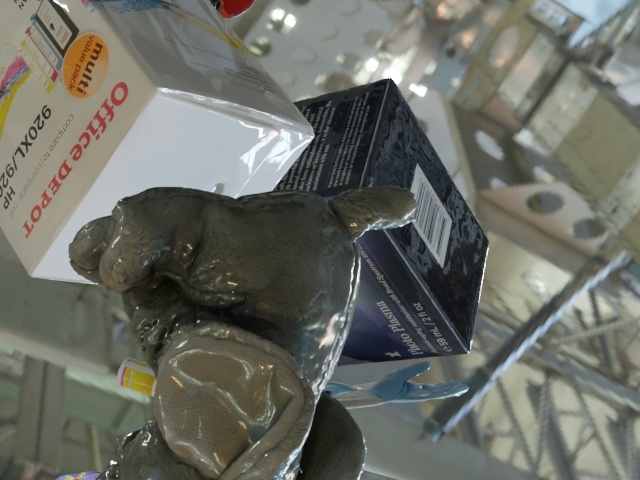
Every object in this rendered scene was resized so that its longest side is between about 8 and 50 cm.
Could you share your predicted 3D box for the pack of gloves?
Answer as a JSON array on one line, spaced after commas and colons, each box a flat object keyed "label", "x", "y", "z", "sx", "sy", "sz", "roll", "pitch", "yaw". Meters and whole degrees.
[{"label": "pack of gloves", "x": 0.054, "y": 0.175, "z": 1.395, "sx": 0.232, "sy": 0.046, "sz": 0.195, "roll": -1, "pitch": 179, "yaw": -25}]

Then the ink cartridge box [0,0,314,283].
[{"label": "ink cartridge box", "x": -0.159, "y": -0.104, "z": 0.826, "sx": 0.168, "sy": 0.171, "sz": 0.233, "roll": 8, "pitch": -143, "yaw": -52}]

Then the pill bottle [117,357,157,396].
[{"label": "pill bottle", "x": -0.252, "y": 0.204, "z": 1.629, "sx": 0.083, "sy": 0.043, "sz": 0.043, "roll": 17, "pitch": -165, "yaw": 9}]

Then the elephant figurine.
[{"label": "elephant figurine", "x": -0.052, "y": 0.100, "z": 0.611, "sx": 0.169, "sy": 0.186, "sz": 0.240, "roll": 8, "pitch": -115, "yaw": -36}]

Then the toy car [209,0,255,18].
[{"label": "toy car", "x": -0.165, "y": -0.389, "z": 1.280, "sx": 0.239, "sy": 0.225, "sz": 0.053, "roll": 21, "pitch": 166, "yaw": -19}]

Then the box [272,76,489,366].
[{"label": "box", "x": 0.000, "y": 0.000, "z": 1.298, "sx": 0.296, "sy": 0.294, "sz": 0.183, "roll": 53, "pitch": -140, "yaw": -38}]

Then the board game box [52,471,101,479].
[{"label": "board game box", "x": -0.246, "y": 0.293, "z": 1.051, "sx": 0.033, "sy": 0.168, "sz": 0.133, "roll": 44, "pitch": 170, "yaw": 42}]

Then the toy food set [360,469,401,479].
[{"label": "toy food set", "x": -0.009, "y": 0.271, "z": 1.132, "sx": 0.219, "sy": 0.092, "sz": 0.306, "roll": 15, "pitch": 172, "yaw": 6}]
